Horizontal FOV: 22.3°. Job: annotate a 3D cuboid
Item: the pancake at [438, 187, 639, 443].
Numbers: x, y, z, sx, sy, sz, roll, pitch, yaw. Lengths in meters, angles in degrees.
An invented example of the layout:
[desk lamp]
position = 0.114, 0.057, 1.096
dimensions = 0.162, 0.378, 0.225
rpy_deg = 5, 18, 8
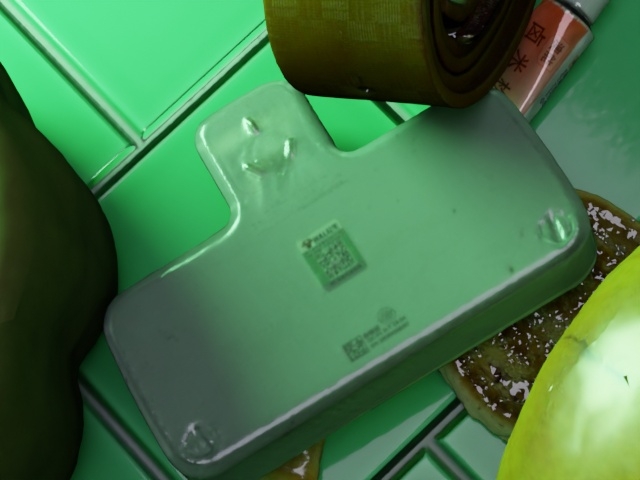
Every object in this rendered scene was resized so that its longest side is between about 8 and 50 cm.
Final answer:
[pancake]
position = 0.131, 0.041, 0.920
dimensions = 0.158, 0.028, 0.158
rpy_deg = -2, 75, 8

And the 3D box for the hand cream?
[hand cream]
position = 0.095, -0.076, 0.957
dimensions = 0.216, 0.038, 0.052
rpy_deg = -49, 47, -3

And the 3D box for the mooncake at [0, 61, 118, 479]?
[mooncake]
position = -0.300, 0.035, 0.900
dimensions = 0.378, 0.201, 0.378
rpy_deg = -3, 74, 11

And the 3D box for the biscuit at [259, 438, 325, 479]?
[biscuit]
position = -0.033, 0.096, 0.932
dimensions = 0.081, 0.018, 0.083
rpy_deg = 12, 78, 10

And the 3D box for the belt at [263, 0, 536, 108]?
[belt]
position = 0.052, -0.177, 0.880
dimensions = 0.105, 0.184, 0.261
rpy_deg = 5, 41, 23

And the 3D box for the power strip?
[power strip]
position = 0.000, 0.000, 0.911
dimensions = 0.265, 0.059, 0.193
rpy_deg = -31, 66, 0

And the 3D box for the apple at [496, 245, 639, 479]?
[apple]
position = 0.214, 0.115, 0.763
dimensions = 0.233, 0.286, 0.286
rpy_deg = 29, 81, 22
